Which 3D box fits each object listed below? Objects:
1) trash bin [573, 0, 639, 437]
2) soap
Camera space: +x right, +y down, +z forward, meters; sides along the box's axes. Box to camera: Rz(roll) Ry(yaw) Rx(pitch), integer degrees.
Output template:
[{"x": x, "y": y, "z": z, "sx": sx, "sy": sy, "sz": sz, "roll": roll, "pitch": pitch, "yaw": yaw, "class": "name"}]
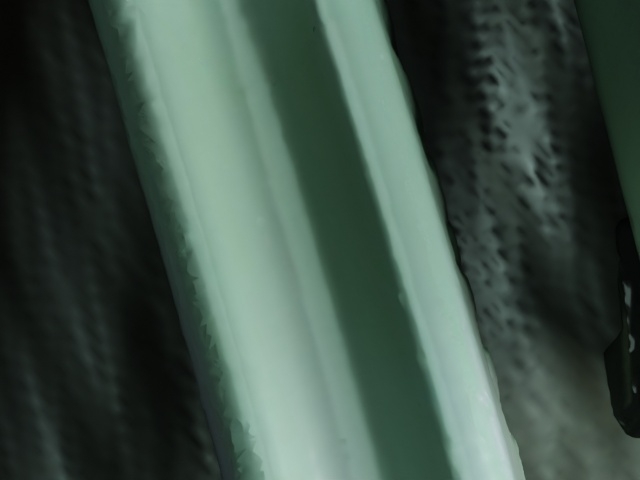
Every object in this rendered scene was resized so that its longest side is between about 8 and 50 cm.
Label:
[{"x": 0.193, "y": -0.086, "z": 0.635, "sx": 0.277, "sy": 0.217, "sz": 0.263, "roll": -19, "pitch": 82, "yaw": 38, "class": "trash bin"}, {"x": 0.000, "y": 0.000, "z": 0.674, "sx": 0.095, "sy": 0.173, "sz": 0.290, "roll": -17, "pitch": 83, "yaw": 5, "class": "soap"}]
